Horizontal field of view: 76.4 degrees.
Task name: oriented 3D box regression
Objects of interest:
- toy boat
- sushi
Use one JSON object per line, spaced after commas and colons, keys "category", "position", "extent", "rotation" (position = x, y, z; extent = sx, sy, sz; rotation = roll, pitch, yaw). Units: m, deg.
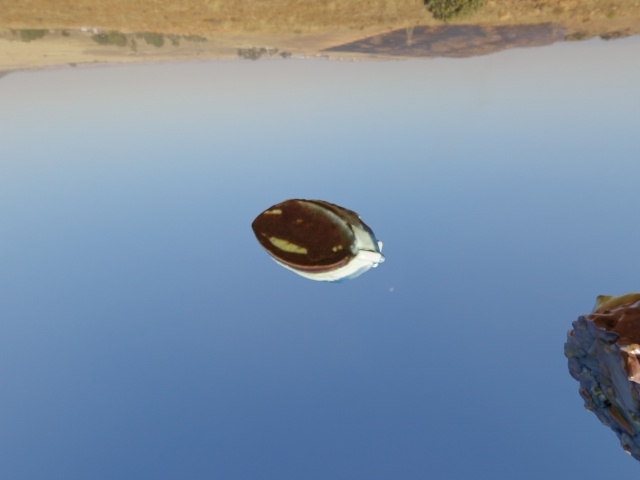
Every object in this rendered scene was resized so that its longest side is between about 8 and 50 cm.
{"category": "toy boat", "position": [0.000, 0.000, 0.610], "extent": [0.261, 0.114, 0.115], "rotation": [15, 180, 40]}
{"category": "sushi", "position": [0.444, 0.172, 0.529], "extent": [0.170, 0.270, 0.237], "rotation": [-27, -132, 10]}
